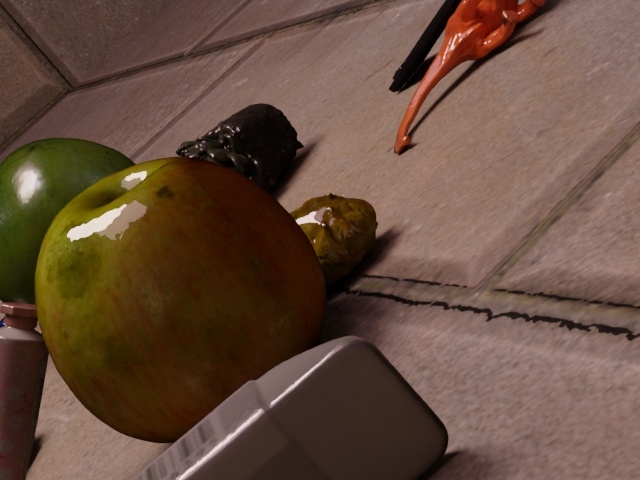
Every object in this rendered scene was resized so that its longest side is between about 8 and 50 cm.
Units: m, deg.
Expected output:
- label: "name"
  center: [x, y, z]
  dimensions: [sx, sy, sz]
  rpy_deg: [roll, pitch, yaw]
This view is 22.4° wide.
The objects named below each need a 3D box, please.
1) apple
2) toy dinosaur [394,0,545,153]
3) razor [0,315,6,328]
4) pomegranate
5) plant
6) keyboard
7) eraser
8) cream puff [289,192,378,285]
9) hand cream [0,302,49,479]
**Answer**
- label: "apple"
  center: [-0.097, 0.035, 1.079]
  dimensions: [0.196, 0.196, 0.196]
  rpy_deg: [-37, 15, 12]
- label: "toy dinosaur"
  center: [0.137, -0.182, 1.383]
  dimensions: [0.279, 0.055, 0.101]
  rpy_deg: [-51, 4, -36]
- label: "razor"
  center: [-0.307, 0.056, 1.767]
  dimensions: [0.324, 0.093, 0.056]
  rpy_deg: [-36, -20, 2]
- label: "pomegranate"
  center: [-0.236, 0.012, 1.525]
  dimensions: [0.187, 0.187, 0.225]
  rpy_deg: [-35, 39, 16]
- label: "plant"
  center: [-0.079, -0.072, 1.522]
  dimensions: [0.094, 0.092, 0.143]
  rpy_deg: [-14, 22, 42]
- label: "keyboard"
  center: [0.116, -0.209, 1.443]
  dimensions: [0.061, 0.013, 0.204]
  rpy_deg: [-52, -1, -39]
- label: "eraser"
  center: [-0.094, 0.180, 0.818]
  dimensions: [0.352, 0.089, 0.061]
  rpy_deg: [-41, 17, -1]
- label: "cream puff"
  center: [0.000, 0.000, 1.167]
  dimensions: [0.083, 0.058, 0.083]
  rpy_deg: [-23, 24, 44]
- label: "hand cream"
  center: [-0.217, 0.148, 1.102]
  dimensions: [0.067, 0.043, 0.210]
  rpy_deg: [-169, 86, -69]
